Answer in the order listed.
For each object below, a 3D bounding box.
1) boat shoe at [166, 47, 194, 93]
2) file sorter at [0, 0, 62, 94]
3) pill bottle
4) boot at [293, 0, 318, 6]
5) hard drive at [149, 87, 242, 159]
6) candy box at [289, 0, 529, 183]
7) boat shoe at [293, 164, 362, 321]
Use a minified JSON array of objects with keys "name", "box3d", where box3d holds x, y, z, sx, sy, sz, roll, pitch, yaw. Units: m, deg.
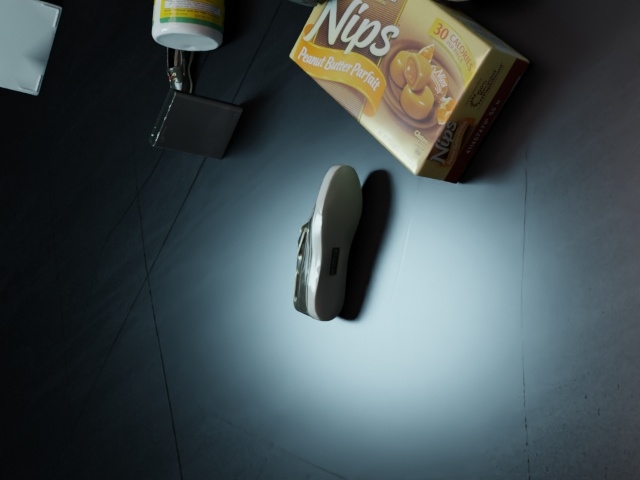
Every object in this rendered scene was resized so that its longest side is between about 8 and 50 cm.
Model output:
[{"name":"boat shoe","box3d":[-0.246,-0.287,1.717,0.049,0.042,0.133,1,86,44]},{"name":"file sorter","box3d":[-0.718,-0.443,2.068,0.173,0.277,0.193,33,108,48]},{"name":"pill bottle","box3d":[-0.212,-0.428,1.647,0.117,0.117,0.209,-1,83,46]},{"name":"boot","box3d":[-0.019,-0.569,1.389,0.445,0.146,0.367,-68,23,11]},{"name":"hard drive","box3d":[-0.197,-0.183,1.580,0.022,0.135,0.094,43,114,41]},{"name":"candy box","box3d":[0.104,-0.238,1.308,0.316,0.087,0.183,49,119,39]},{"name":"boat shoe","box3d":[0.000,0.000,1.390,0.070,0.077,0.219,15,97,45]}]
